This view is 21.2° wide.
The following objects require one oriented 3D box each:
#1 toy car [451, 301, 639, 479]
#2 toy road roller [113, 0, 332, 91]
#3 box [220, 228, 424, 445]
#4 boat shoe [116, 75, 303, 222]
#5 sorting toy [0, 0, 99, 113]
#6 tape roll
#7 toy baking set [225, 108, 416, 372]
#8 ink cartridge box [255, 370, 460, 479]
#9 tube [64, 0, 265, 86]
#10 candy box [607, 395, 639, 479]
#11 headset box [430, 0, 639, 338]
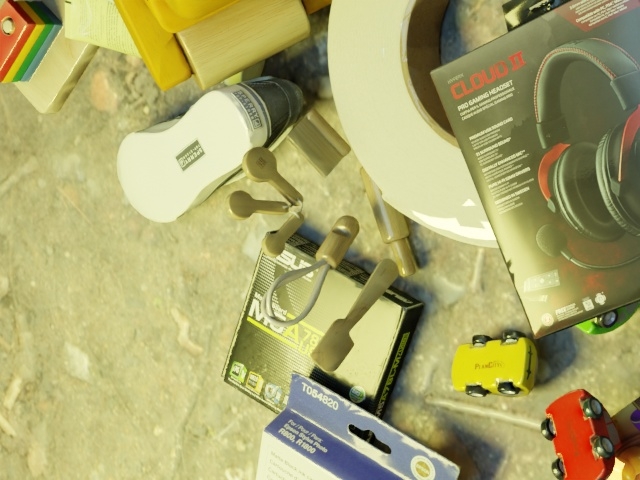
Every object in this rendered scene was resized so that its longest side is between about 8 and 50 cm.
[{"bbox_3d":[0.248,0.101,1.633,0.239,0.053,0.225,41,105,49],"label":"toy car"},{"bbox_3d":[-0.100,-0.272,1.633,0.202,0.329,0.240,-28,41,-5],"label":"toy road roller"},{"bbox_3d":[-0.002,0.109,1.827,0.191,0.045,0.184,30,114,27],"label":"box"},{"bbox_3d":[-0.119,-0.105,1.849,0.301,0.102,0.108,-31,85,55],"label":"boat shoe"},{"bbox_3d":[-0.351,-0.323,1.980,0.257,0.089,0.255,48,119,20],"label":"sorting toy"},{"bbox_3d":[0.182,-0.185,1.651,0.392,0.072,0.392,4,98,33],"label":"tape roll"},{"bbox_3d":[0.005,-0.003,1.730,0.030,0.197,0.256,-27,84,60],"label":"toy baking set"},{"bbox_3d":[0.028,0.280,1.793,0.223,0.045,0.224,28,126,28],"label":"ink cartridge box"},{"bbox_3d":[-0.176,-0.228,1.862,0.240,0.062,0.070,19,89,17],"label":"tube"},{"bbox_3d":[0.344,0.182,1.599,0.187,0.053,0.109,-42,72,32],"label":"candy box"},{"bbox_3d":[0.245,-0.089,1.511,0.218,0.110,0.293,-24,83,34],"label":"headset box"}]
